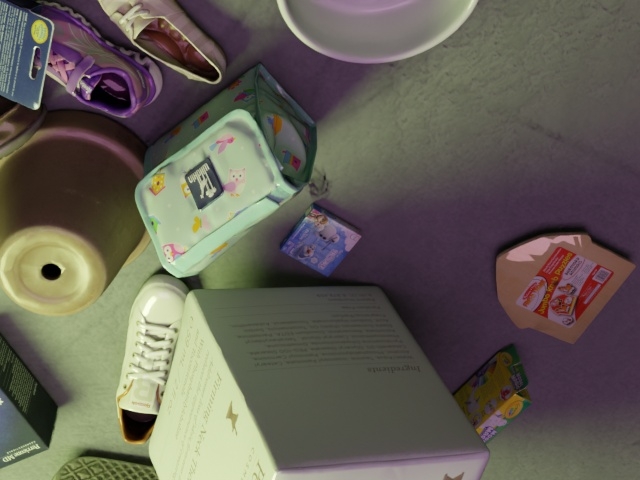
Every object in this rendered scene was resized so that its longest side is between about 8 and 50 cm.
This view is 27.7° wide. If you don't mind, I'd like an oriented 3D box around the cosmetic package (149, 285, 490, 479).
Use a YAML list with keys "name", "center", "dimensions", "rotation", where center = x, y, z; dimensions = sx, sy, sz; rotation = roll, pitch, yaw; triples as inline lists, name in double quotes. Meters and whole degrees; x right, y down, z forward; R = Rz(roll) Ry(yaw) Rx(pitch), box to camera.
- name: "cosmetic package"
  center: [-0.019, 0.305, 1.880]
  dimensions: [0.327, 0.393, 0.329]
  rotation: [0, 124, -26]

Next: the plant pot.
- name: "plant pot"
  center: [-0.356, -0.017, 1.813]
  dimensions: [0.263, 0.229, 0.263]
  rotation: [-1, 122, -2]

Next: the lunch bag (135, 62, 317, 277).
- name: "lunch bag"
  center: [-0.125, -0.086, 1.754]
  dimensions: [0.223, 0.262, 0.160]
  rotation: [-34, 117, 19]

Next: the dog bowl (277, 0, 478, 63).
- name: "dog bowl"
  center: [0.071, -0.355, 1.639]
  dimensions: [0.265, 0.104, 0.265]
  rotation: [-4, 139, -3]

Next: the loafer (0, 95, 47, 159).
- name: "loafer"
  center: [-0.560, -0.169, 1.767]
  dimensions: [0.366, 0.134, 0.130]
  rotation: [-7, 122, 3]

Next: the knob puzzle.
- name: "knob puzzle"
  center: [0.353, 0.057, 1.991]
  dimensions: [0.213, 0.030, 0.213]
  rotation: [-1, 123, -1]

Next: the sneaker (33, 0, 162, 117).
- name: "sneaker"
  center: [-0.327, -0.237, 1.747]
  dimensions: [0.236, 0.104, 0.095]
  rotation: [27, 120, -14]

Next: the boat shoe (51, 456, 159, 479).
- name: "boat shoe"
  center: [-0.213, 0.495, 2.173]
  dimensions: [0.500, 0.187, 0.156]
  rotation: [13, 126, -3]

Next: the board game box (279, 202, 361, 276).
- name: "board game box"
  center: [0.000, 0.000, 1.953]
  dimensions: [0.090, 0.020, 0.090]
  rotation: [29, 117, -19]

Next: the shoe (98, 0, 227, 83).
- name: "shoe"
  center: [-0.213, -0.286, 1.745]
  dimensions: [0.219, 0.058, 0.076]
  rotation: [36, 115, -21]

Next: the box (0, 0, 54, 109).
- name: "box"
  center: [-0.449, -0.275, 1.713]
  dimensions: [0.225, 0.036, 0.136]
  rotation: [26, 121, 12]

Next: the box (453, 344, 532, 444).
- name: "box"
  center: [0.268, 0.258, 2.072]
  dimensions: [0.043, 0.105, 0.179]
  rotation: [28, 118, -27]

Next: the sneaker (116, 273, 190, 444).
- name: "sneaker"
  center: [-0.256, 0.195, 2.012]
  dimensions: [0.106, 0.123, 0.290]
  rotation: [10, 120, -5]

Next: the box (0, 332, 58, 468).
- name: "box"
  center: [-0.536, 0.255, 2.051]
  dimensions: [0.153, 0.108, 0.207]
  rotation: [-24, 119, 13]
